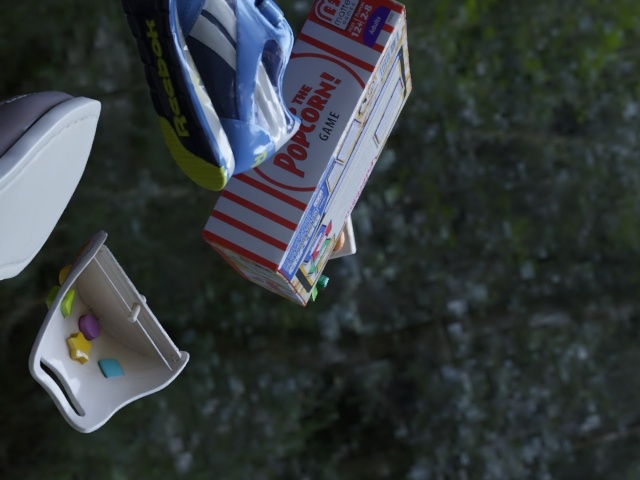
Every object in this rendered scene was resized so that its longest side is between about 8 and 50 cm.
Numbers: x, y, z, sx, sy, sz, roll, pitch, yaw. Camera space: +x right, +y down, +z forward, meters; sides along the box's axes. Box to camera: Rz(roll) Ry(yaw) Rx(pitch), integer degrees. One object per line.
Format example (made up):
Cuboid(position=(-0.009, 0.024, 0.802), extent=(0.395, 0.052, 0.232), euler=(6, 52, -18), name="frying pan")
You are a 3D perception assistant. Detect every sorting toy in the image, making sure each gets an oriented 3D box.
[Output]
Cuboid(position=(-0.114, 0.052, 0.893), extent=(0.083, 0.045, 0.075), euler=(58, 36, -25), name="sorting toy")
Cuboid(position=(0.000, 0.000, 1.322), extent=(0.012, 0.062, 0.083), euler=(2, -77, 59), name="sorting toy")

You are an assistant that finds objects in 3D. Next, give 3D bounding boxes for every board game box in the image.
Cuboid(position=(-0.002, -0.046, 0.977), extent=(0.146, 0.045, 0.193), euler=(-64, 173, -5), name="board game box")

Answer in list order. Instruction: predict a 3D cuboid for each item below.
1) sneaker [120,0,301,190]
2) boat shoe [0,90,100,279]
Cuboid(position=(-0.048, -0.097, 0.795), extent=(0.053, 0.059, 0.144), euler=(20, -51, 56), name="sneaker")
Cuboid(position=(-0.222, -0.022, 1.078), extent=(0.324, 0.097, 0.116), euler=(-59, 169, -61), name="boat shoe")
